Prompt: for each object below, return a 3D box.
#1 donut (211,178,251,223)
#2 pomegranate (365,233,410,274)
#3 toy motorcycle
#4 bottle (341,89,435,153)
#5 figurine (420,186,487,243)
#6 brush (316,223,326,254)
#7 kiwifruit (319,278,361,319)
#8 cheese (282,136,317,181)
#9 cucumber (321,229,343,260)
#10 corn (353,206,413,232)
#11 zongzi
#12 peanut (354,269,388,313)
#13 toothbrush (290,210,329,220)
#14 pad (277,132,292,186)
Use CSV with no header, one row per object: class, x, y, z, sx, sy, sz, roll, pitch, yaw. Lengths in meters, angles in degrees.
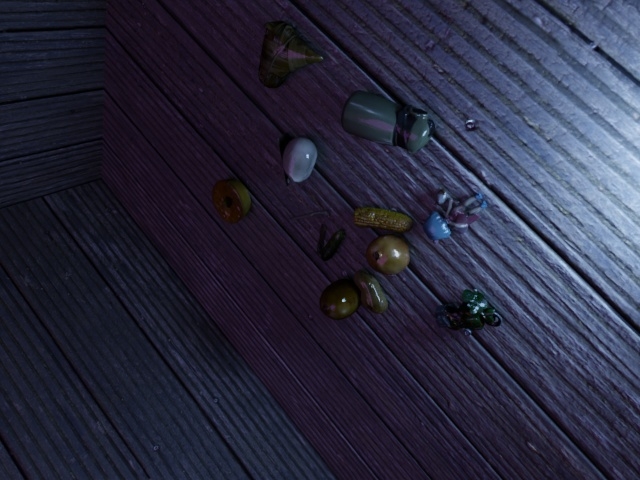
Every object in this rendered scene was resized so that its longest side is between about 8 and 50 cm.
donut,-0.522,-0.243,2.410,0.277,0.108,0.278,22,127,33
pomegranate,0.291,0.064,1.762,0.191,0.191,0.192,23,128,33
toy motorcycle,0.588,0.294,1.664,0.274,0.125,0.187,-24,105,48
bottle,0.256,-0.439,1.516,0.346,0.168,0.169,27,130,25
figurine,0.490,-0.105,1.533,0.260,0.102,0.205,-35,89,38
brush,0.000,0.000,2.117,0.034,0.027,0.191,30,130,25
kiwifruit,0.101,0.300,2.044,0.195,0.233,0.196,18,121,34
cheese,-0.097,-0.383,1.870,0.154,0.198,0.189,23,120,-12
cucumber,0.061,0.024,2.047,0.069,0.069,0.228,44,133,15
corn,0.266,-0.087,1.759,0.291,0.101,0.101,15,123,39
zongzi,-0.131,-0.745,1.737,0.288,0.134,0.286,37,141,11
peanut,0.240,0.252,1.976,0.237,0.110,0.120,58,147,3
toothbrush,-0.062,-0.129,2.101,0.294,0.026,0.028,-3,126,44
pad,-0.163,-0.392,1.956,0.003,0.158,0.235,-2,114,13
